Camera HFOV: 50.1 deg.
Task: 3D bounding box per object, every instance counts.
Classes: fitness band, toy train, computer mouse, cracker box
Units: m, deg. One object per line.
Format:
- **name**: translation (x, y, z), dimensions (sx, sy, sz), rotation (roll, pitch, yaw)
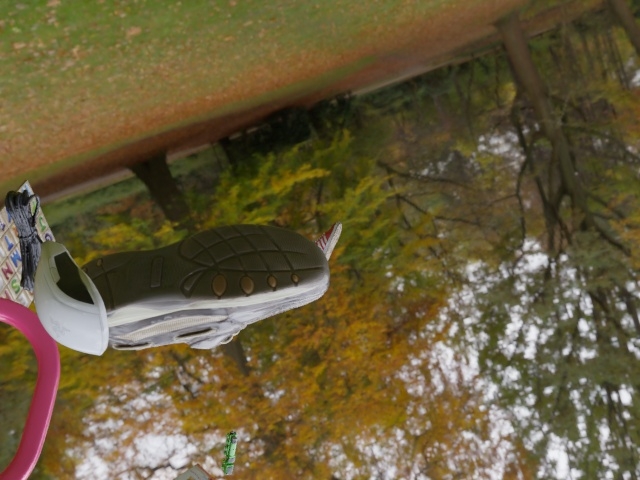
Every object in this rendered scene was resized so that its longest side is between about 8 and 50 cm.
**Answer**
- **fitness band**: translation (-0.466, 0.214, 0.910), dimensions (0.209, 0.291, 0.054), rotation (13, 151, -17)
- **toy train**: translation (-0.151, 0.356, 1.145), dimensions (0.017, 0.083, 0.024), rotation (0, -155, -27)
- **computer mouse**: translation (-0.248, 0.037, 0.627), dimensions (0.042, 0.106, 0.193), rotation (-13, -145, -35)
- **cracker box**: translation (-0.403, 0.824, 2.219), dimensions (0.067, 0.155, 0.232), rotation (-51, 169, 5)

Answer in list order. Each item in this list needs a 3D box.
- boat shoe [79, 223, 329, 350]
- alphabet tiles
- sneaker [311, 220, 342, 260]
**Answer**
- **boat shoe**: translation (-0.158, 0.071, 0.931), dimensions (0.355, 0.130, 0.132), rotation (-7, -131, 8)
- **alphabet tiles**: translation (-0.601, 0.023, 1.369), dimensions (0.009, 0.198, 0.237), rotation (-4, -144, 9)
- **sneaker**: translation (0.000, 0.000, 1.561), dimensions (0.067, 0.118, 0.042), rotation (30, -168, 21)
